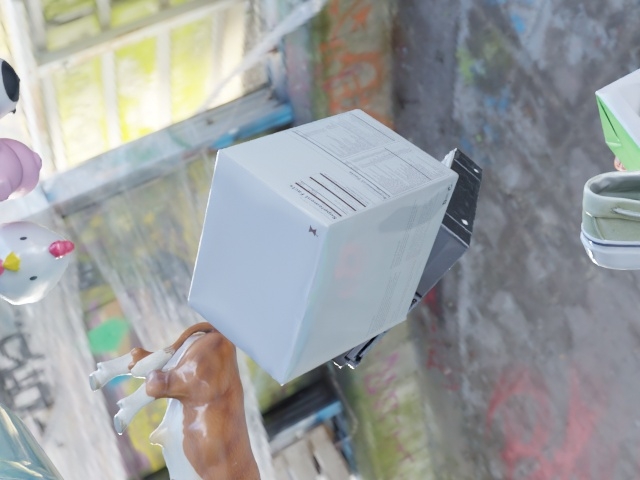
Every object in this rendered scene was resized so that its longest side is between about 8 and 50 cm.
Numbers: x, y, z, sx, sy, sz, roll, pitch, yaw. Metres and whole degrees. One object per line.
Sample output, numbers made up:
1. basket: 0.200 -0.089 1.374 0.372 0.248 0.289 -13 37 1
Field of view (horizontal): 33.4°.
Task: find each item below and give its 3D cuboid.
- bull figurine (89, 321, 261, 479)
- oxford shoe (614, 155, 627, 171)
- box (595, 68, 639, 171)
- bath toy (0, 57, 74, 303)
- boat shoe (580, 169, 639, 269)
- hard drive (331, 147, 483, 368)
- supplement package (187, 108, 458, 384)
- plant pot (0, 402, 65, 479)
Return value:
1. bull figurine: -0.139 0.251 1.189 0.101 0.188 0.311 -23 77 57
2. oxford shoe: 0.559 -0.129 1.647 0.098 0.097 0.271 23 175 -20
3. box: 0.539 -0.133 1.424 0.127 0.231 0.262 57 -173 -51
4. bath toy: -0.368 -0.097 1.186 0.129 0.151 0.348 -14 96 46
5. boat shoe: 0.424 -0.033 1.114 0.109 0.302 0.094 -83 -20 -48
6. hard drive: 0.114 0.015 1.443 0.064 0.237 0.339 39 -157 -5
7. supplement package: 0.000 0.000 1.080 0.149 0.203 0.194 36 127 28
8. plant pot: -0.383 0.327 1.097 0.334 0.341 0.341 33 143 61
